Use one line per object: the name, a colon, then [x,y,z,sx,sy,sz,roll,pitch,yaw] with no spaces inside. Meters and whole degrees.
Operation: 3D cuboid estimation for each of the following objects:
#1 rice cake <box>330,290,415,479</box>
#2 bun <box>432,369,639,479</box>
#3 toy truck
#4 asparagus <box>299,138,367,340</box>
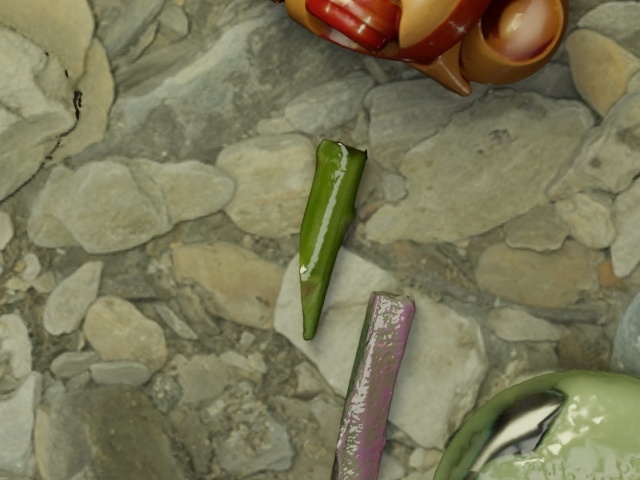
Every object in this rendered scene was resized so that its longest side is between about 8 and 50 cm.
rice cake: [0.044,0.145,1.401,0.047,0.036,0.206,12,97,-6]
bun: [0.230,0.251,1.354,0.283,0.179,0.283,-2,78,9]
toy truck: [0.073,-0.232,1.292,0.265,0.239,0.189,38,98,37]
asparagus: [0.000,0.000,1.380,0.045,0.041,0.178,7,102,-46]
